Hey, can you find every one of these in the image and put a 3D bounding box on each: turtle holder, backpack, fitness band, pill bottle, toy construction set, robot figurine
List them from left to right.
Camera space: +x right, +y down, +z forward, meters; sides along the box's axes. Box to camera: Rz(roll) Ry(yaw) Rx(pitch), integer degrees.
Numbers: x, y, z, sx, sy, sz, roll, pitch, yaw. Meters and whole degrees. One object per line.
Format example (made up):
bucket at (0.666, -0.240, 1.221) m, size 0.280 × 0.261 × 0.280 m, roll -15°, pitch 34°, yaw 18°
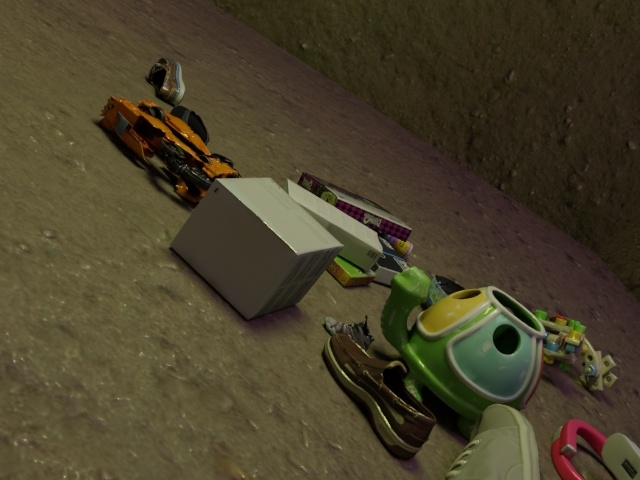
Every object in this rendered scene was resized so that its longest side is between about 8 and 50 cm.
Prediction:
robot figurine at (-0.283, -0.173, 1.810) m, size 0.291 × 0.085 × 0.211 m, roll 41°, pitch 18°, yaw 13°
pill bottle at (0.188, 0.006, 2.328) m, size 0.083 × 0.043 × 0.043 m, roll 31°, pitch 19°, yaw -17°
backpack at (0.287, 0.141, 2.115) m, size 0.114 × 0.084 × 0.105 m, roll 32°, pitch 19°, yaw -30°
turtle holder at (0.270, 0.189, 1.730) m, size 0.320 × 0.227 × 0.243 m, roll 45°, pitch 20°, yaw 22°
toy construction set at (0.631, 0.267, 2.352) m, size 0.215 × 0.151 × 0.328 m, roll 21°, pitch -8°, yaw 46°
fitness band at (0.569, 0.469, 1.892) m, size 0.209 × 0.054 × 0.291 m, roll 40°, pitch 19°, yaw 6°

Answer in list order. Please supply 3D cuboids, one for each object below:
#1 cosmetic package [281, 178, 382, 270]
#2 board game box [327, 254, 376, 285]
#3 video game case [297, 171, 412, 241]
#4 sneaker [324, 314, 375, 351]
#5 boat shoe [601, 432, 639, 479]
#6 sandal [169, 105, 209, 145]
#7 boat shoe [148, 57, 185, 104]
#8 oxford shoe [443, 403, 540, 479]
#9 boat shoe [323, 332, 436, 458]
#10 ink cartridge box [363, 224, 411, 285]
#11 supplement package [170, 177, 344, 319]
cosmetic package at (0.015, -0.031, 1.956) m, size 0.239 × 0.060 × 0.099 m, roll 31°, pitch 22°, yaw -17°
board game box at (0.000, 0.000, 2.001) m, size 0.259 × 0.039 × 0.124 m, roll 47°, pitch 20°, yaw 20°
video game case at (0.082, -0.083, 2.265) m, size 0.232 × 0.041 × 0.210 m, roll 21°, pitch 11°, yaw -32°
sneaker at (0.058, 0.156, 1.667) m, size 0.098 × 0.069 × 0.038 m, roll 43°, pitch 18°, yaw 16°
boat shoe at (0.635, 0.480, 1.787) m, size 0.088 × 0.096 × 0.267 m, roll 28°, pitch 13°, yaw -20°
sandal at (-0.277, -0.234, 2.020) m, size 0.097 × 0.054 × 0.254 m, roll 29°, pitch 20°, yaw -26°
boat shoe at (-0.373, -0.394, 2.217) m, size 0.066 × 0.066 × 0.183 m, roll 23°, pitch 23°, yaw -35°
oxford shoe at (0.243, 0.364, 1.386) m, size 0.130 × 0.169 × 0.449 m, roll 18°, pitch 19°, yaw 2°
boat shoe at (0.104, 0.232, 1.522) m, size 0.095 × 0.095 × 0.257 m, roll 15°, pitch 28°, yaw -50°
ink cartridge box at (0.145, 0.037, 2.171) m, size 0.208 × 0.045 × 0.206 m, roll 21°, pitch 23°, yaw -44°
supplement package at (-0.105, 0.007, 1.591) m, size 0.194 × 0.149 × 0.203 m, roll 42°, pitch 18°, yaw 15°
